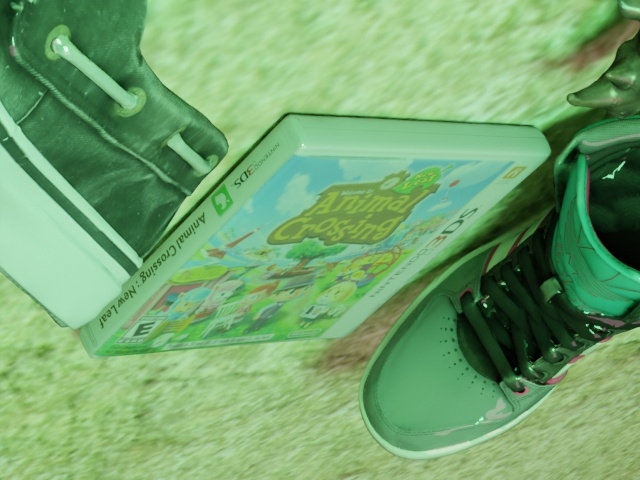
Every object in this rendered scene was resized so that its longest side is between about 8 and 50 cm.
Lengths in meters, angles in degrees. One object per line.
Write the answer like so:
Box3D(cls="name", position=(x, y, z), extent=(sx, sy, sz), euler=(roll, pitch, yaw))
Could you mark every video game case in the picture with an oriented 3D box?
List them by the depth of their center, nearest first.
Box3D(cls="video game case", position=(0.000, 0.000, 1.049), extent=(0.212, 0.023, 0.193), euler=(-1, 146, -48))

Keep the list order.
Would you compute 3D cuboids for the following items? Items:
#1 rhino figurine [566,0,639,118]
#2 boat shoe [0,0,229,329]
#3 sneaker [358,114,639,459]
Box3D(cls="rhino figurine", position=(0.233, -0.122, 0.991), extent=(0.243, 0.073, 0.106), euler=(-23, 161, -10))
Box3D(cls="boat shoe", position=(-0.121, -0.080, 0.643), extent=(0.119, 0.121, 0.335), euler=(-48, 159, -7))
Box3D(cls="sneaker", position=(0.144, 0.026, 1.113), extent=(0.295, 0.123, 0.178), euler=(-37, 169, 1))
